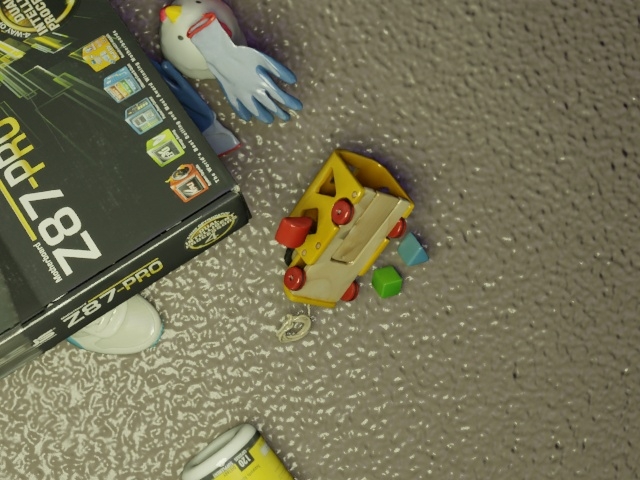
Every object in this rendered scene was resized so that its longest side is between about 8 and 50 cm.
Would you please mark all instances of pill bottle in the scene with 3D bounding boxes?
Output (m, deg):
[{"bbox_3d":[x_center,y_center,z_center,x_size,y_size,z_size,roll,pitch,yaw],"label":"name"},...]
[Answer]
[{"bbox_3d":[-0.066,0.307,1.514,0.103,0.103,0.184,-38,95,-10],"label":"pill bottle"}]

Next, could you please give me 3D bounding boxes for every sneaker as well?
[{"bbox_3d":[-0.282,0.066,1.484,0.229,0.092,0.087,24,82,-11],"label":"sneaker"}]

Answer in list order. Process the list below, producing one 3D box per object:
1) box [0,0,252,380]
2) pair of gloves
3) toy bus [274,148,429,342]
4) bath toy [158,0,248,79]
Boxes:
[{"bbox_3d":[-0.309,-0.100,1.407,0.318,0.097,0.395,-32,70,-6],"label":"box"},{"bbox_3d":[-0.123,-0.168,1.498,0.159,0.198,0.023,45,42,-24],"label":"pair of gloves"},{"bbox_3d":[0.010,-0.008,1.538,0.202,0.191,0.104,-24,50,-12],"label":"toy bus"},{"bbox_3d":[-0.095,-0.355,1.519,0.151,0.129,0.348,21,85,-10],"label":"bath toy"}]
